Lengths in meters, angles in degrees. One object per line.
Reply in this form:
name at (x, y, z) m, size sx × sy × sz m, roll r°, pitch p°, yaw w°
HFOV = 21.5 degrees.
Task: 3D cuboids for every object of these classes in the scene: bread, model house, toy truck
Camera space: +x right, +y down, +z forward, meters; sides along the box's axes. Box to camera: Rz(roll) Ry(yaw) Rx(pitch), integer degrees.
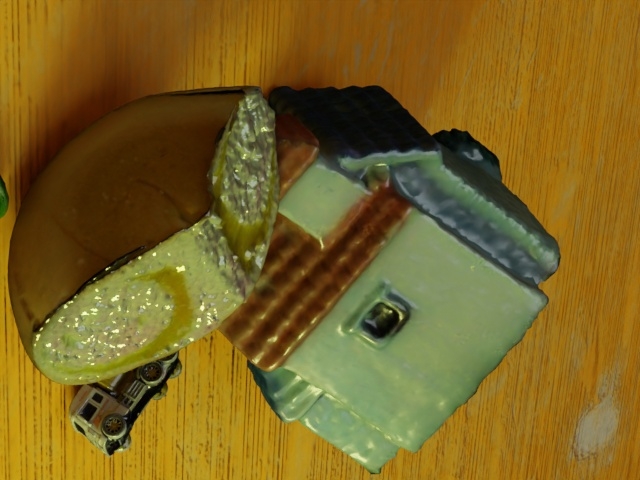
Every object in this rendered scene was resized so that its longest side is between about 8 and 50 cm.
bread at (-0.137, -0.016, 1.320) m, size 0.260 × 0.156 × 0.158 m, roll -33°, pitch 148°, yaw -5°
model house at (0.000, 0.000, 1.519) m, size 0.329 × 0.252 × 0.295 m, roll 32°, pitch 104°, yaw -35°
toy truck at (-0.167, 0.120, 1.444) m, size 0.123 × 0.063 × 0.052 m, roll -55°, pitch 167°, yaw -19°

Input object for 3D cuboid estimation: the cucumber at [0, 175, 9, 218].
cucumber at (-0.262, -0.062, 1.221) m, size 0.037 × 0.037 × 0.155 m, roll -57°, pitch 147°, yaw -19°
